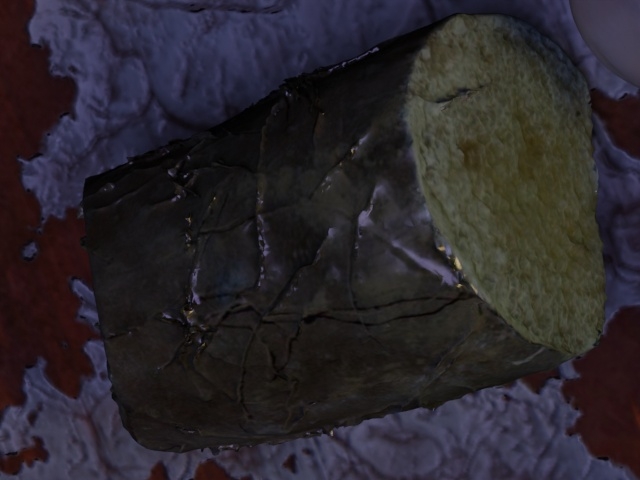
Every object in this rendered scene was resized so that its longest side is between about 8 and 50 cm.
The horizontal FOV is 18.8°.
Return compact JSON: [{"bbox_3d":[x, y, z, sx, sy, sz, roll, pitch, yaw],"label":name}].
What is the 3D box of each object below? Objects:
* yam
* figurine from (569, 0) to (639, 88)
[{"bbox_3d":[-0.003,0.001,1.071,0.271,0.201,0.202,-22,62,34],"label":"yam"},{"bbox_3d":[0.186,-0.169,0.989,0.141,0.162,0.236,-18,84,24],"label":"figurine"}]
